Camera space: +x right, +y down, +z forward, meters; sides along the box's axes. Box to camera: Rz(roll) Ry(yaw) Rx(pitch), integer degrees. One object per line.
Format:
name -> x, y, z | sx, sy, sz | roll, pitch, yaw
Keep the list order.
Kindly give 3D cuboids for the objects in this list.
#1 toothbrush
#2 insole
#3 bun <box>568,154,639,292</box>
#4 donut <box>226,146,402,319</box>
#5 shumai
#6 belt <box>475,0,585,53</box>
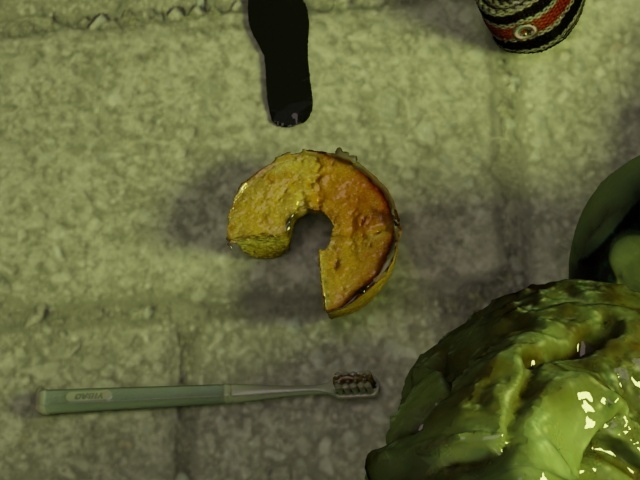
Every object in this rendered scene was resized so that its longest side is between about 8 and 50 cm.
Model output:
toothbrush -> -0.112, 0.149, 1.730 | 0.342, 0.030, 0.025 | -4, 64, 11
insole -> -0.040, -0.203, 1.866 | 0.064, 0.004, 0.188 | -11, 68, 7
bun -> 0.374, 0.026, 1.586 | 0.293, 0.293, 0.187 | 29, 46, 20
donut -> 0.006, -0.010, 1.748 | 0.181, 0.078, 0.146 | 33, 77, 27
shumai -> 0.182, 0.218, 1.431 | 0.395, 0.348, 0.395 | -2, 86, 28
belt -> 0.275, -0.346, 1.815 | 0.126, 0.094, 0.359 | 31, 76, 25
